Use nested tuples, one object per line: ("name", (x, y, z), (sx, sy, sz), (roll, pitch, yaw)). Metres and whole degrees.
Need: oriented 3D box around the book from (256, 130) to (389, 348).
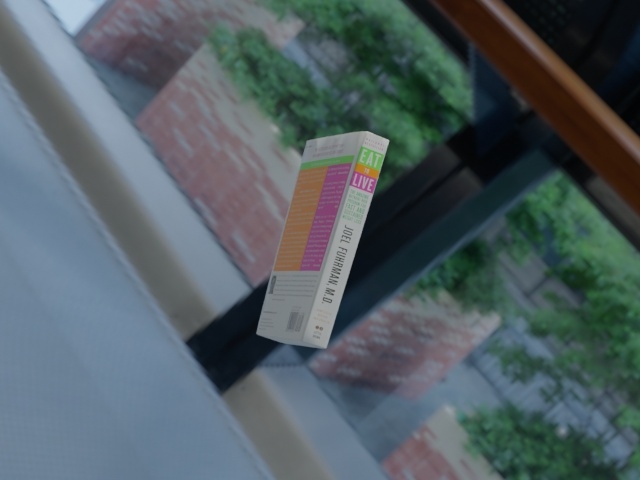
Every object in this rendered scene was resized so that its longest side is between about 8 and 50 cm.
("book", (0.000, 0.000, 0.898), (0.035, 0.144, 0.096), (20, -8, -18))
